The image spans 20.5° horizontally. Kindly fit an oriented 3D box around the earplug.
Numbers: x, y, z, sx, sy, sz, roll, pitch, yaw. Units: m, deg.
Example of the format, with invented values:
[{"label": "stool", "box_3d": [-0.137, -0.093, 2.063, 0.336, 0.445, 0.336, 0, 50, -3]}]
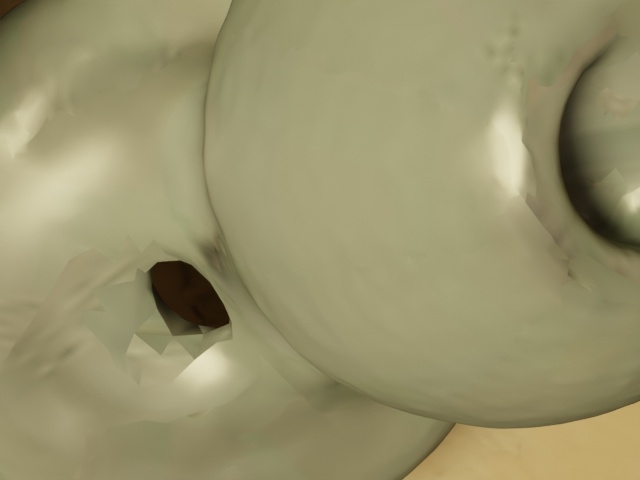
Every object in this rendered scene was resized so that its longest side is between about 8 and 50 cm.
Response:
[{"label": "earplug", "box_3d": [0.004, -0.007, 0.558, 0.325, 0.175, 0.214, -25, 110, 34]}]
